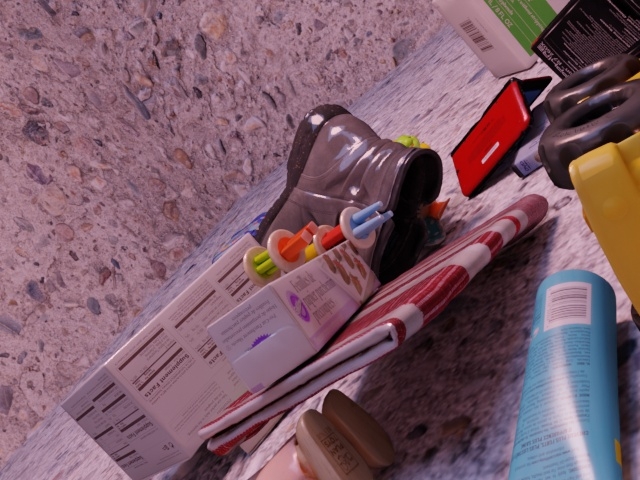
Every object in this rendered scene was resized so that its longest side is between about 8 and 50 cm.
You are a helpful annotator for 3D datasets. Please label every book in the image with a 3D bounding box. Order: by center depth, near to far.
[{"bbox_3d":[-0.075,0.198,0.986,0.096,0.035,0.144,-45,7,-14],"label":"book"}]

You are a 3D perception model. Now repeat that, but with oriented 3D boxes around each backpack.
[{"bbox_3d":[-0.109,0.014,1.617,0.158,0.117,0.173,-33,12,41],"label":"backpack"}]

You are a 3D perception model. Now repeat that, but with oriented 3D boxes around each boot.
[{"bbox_3d":[0.022,0.009,1.056,0.222,0.118,0.338,40,125,46],"label":"boot"}]

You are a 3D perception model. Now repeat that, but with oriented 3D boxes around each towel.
[{"bbox_3d":[0.061,0.067,0.731,0.237,0.037,0.329,-37,-3,36],"label":"towel"}]

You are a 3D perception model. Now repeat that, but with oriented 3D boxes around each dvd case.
[{"bbox_3d":[0.337,-0.183,0.950,0.253,0.022,0.180,-36,12,36],"label":"dvd case"}]

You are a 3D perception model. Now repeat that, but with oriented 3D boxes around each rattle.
[{"bbox_3d":[0.140,-0.035,1.097,0.199,0.142,0.130,-4,71,51],"label":"rattle"}]

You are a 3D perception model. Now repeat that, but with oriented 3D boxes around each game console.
[{"bbox_3d":[0.242,-0.133,1.057,0.144,0.085,0.124,-55,31,41],"label":"game console"}]

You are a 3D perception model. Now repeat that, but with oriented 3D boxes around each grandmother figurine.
[{"bbox_3d":[-0.099,0.262,0.651,0.342,0.104,0.208,-43,-18,17],"label":"grandmother figurine"}]

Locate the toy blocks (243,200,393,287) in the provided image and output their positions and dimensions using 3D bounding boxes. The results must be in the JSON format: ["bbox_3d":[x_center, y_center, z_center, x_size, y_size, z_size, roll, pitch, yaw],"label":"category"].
[{"bbox_3d":[0.000,0.000,0.930,0.123,0.054,0.148,-6,-20,-45],"label":"toy blocks"}]

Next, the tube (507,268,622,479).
[{"bbox_3d":[0.146,0.099,0.487,0.080,0.052,0.207,-41,14,39],"label":"tube"}]

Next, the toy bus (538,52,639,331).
[{"bbox_3d":[0.250,-0.059,0.469,0.211,0.149,0.220,-30,13,25],"label":"toy bus"}]

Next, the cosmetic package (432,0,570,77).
[{"bbox_3d":[0.401,-0.485,1.449,0.365,0.197,0.155,-46,10,-4],"label":"cosmetic package"}]

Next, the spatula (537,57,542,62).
[{"bbox_3d":[0.450,-0.369,1.298,0.242,0.019,0.168,-47,11,2],"label":"spatula"}]

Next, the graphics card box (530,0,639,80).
[{"bbox_3d":[0.360,-0.290,0.788,0.233,0.094,0.371,-43,-3,-6],"label":"graphics card box"}]

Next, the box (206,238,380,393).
[{"bbox_3d":[-0.009,0.056,0.750,0.067,0.063,0.324,-36,-3,13],"label":"box"}]

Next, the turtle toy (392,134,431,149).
[{"bbox_3d":[0.141,-0.148,1.440,0.095,0.066,0.130,-47,11,-17],"label":"turtle toy"}]

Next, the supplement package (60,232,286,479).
[{"bbox_3d":[-0.164,0.151,1.046,0.262,0.145,0.204,-45,4,-38],"label":"supplement package"}]
